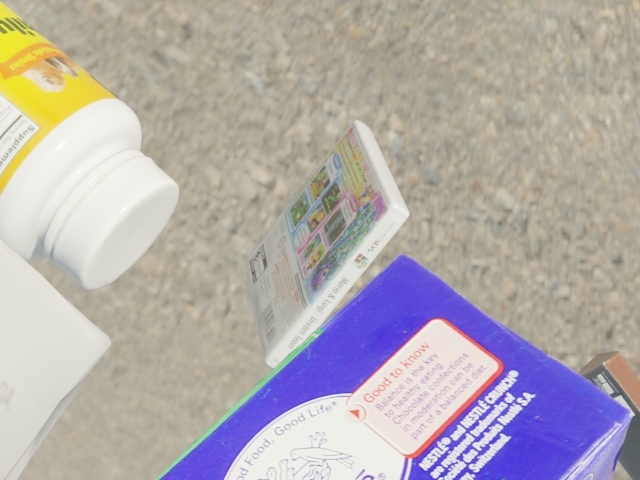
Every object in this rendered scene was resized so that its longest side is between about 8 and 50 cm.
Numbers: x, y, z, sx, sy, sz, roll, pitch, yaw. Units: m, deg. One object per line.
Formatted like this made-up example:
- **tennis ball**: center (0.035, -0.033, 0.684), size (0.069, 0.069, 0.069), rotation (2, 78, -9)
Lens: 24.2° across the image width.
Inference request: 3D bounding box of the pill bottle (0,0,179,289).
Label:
- **pill bottle**: center (-0.191, -0.068, 0.899), size (0.215, 0.117, 0.117), rotation (39, 119, 12)

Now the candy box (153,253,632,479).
- **candy box**: center (-0.014, 0.199, 0.627), size (0.122, 0.268, 0.317), rotation (37, 153, 25)

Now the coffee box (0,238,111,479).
- **coffee box**: center (-0.319, 0.023, 0.277), size (0.334, 0.338, 0.337), rotation (26, 163, 30)

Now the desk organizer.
- **desk organizer**: center (0.236, 0.134, 1.054), size (0.130, 0.050, 0.047), rotation (53, 138, 2)

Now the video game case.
- **video game case**: center (0.000, 0.000, 1.053), size (0.019, 0.157, 0.143), rotation (33, 107, -21)
